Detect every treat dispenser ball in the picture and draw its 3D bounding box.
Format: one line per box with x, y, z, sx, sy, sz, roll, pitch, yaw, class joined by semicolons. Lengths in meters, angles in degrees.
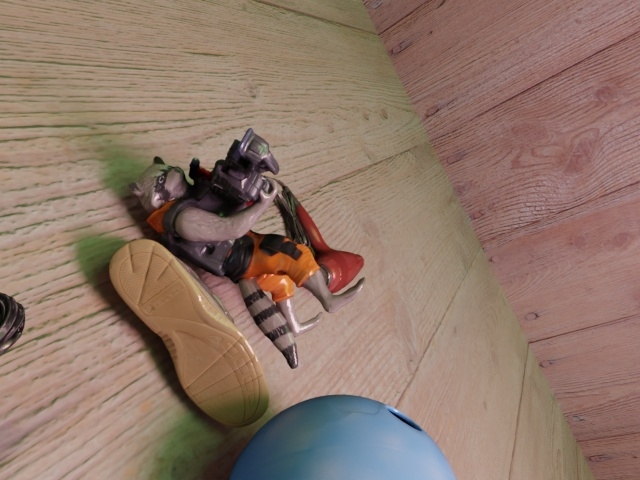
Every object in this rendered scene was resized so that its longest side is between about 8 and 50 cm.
0.025;0.331;0.567;0.288;0.288;0.288;36;41;-39;treat dispenser ball

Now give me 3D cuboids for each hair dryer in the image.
0.000;0.000;0.972;0.293;0.080;0.224;38;39;-38;hair dryer

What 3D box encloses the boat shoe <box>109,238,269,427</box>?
-0.160;0.115;0.629;0.285;0.103;0.092;56;-1;-16;boat shoe

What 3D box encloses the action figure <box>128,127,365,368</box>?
-0.109;0.002;0.641;0.330;0.341;0.178;37;74;-1;action figure

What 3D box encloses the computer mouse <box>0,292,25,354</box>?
-0.389;0.036;0.370;0.272;0.072;0.188;63;26;-28;computer mouse
